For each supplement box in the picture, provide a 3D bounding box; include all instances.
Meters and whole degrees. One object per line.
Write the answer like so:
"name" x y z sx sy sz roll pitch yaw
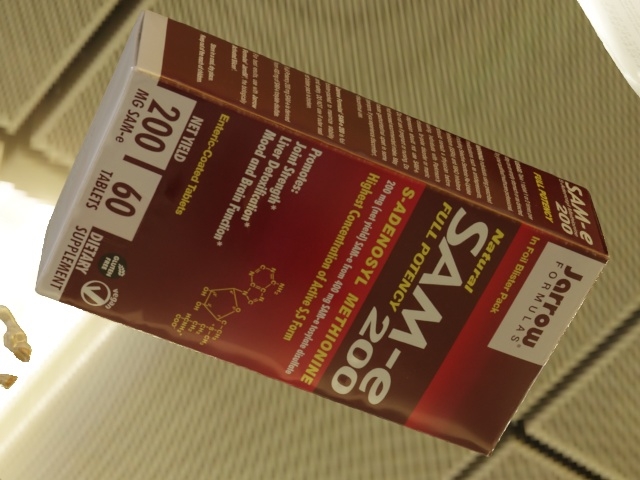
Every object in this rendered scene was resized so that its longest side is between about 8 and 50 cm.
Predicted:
"supplement box" 0.000 0.000 0.876 0.239 0.073 0.130 20 -63 -13

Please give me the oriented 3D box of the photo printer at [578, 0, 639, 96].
"photo printer" 0.278 -0.164 1.164 0.107 0.307 0.256 -42 -61 -10

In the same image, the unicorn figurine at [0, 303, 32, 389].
"unicorn figurine" -0.228 0.055 1.073 0.111 0.162 0.060 40 -54 3

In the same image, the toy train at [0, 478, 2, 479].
"toy train" -0.066 0.193 1.103 0.248 0.143 0.105 49 -33 10
